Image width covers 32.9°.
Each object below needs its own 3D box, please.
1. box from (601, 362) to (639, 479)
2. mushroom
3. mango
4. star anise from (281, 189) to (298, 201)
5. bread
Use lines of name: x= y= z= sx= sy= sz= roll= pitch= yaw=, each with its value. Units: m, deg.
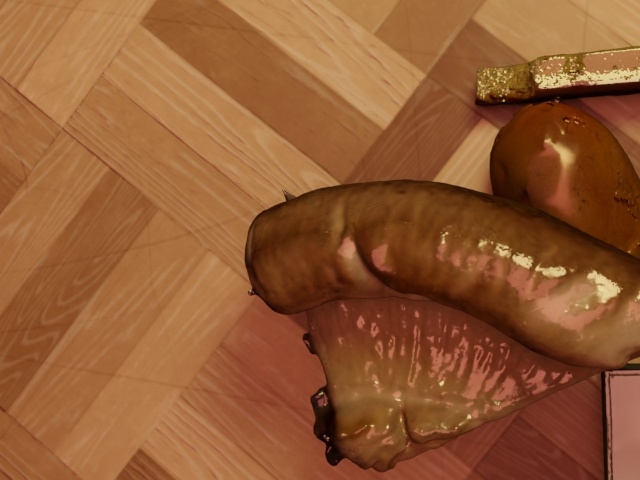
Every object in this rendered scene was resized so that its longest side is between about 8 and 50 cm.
box: x=0.381 y=0.251 z=1.201 sx=0.129 sy=0.086 sz=0.225 roll=-1 pitch=89 yaw=12
mushroom: x=0.157 y=0.043 z=1.120 sx=0.397 sy=0.224 sz=0.314 roll=-23 pitch=92 yaw=28
mango: x=0.275 y=-0.034 z=1.207 sx=0.156 sy=0.151 sz=0.249 roll=-19 pitch=95 yaw=46
star anise: x=-0.004 y=-0.011 z=1.291 sx=0.124 sy=0.056 sz=0.129 roll=-37 pitch=92 yaw=13
bread: x=0.286 y=-0.186 z=1.225 sx=0.226 sy=0.088 sz=0.049 roll=-4 pitch=90 yaw=10
